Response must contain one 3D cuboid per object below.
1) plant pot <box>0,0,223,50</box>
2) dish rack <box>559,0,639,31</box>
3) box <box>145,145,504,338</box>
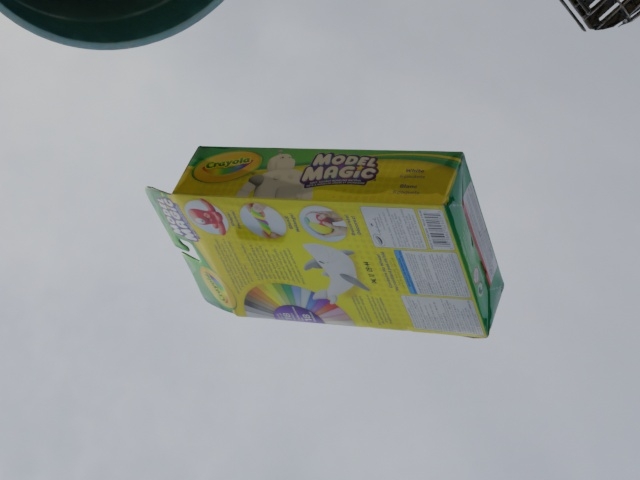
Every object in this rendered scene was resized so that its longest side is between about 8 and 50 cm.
[{"bbox_3d":[-0.208,-0.333,1.103,0.272,0.271,0.255,-20,-145,-16],"label":"plant pot"},{"bbox_3d":[0.222,-0.326,1.134,0.208,0.271,0.074,-41,-170,-12],"label":"dish rack"},{"bbox_3d":[0.000,0.000,0.694,0.179,0.105,0.043,2,-132,25],"label":"box"}]
